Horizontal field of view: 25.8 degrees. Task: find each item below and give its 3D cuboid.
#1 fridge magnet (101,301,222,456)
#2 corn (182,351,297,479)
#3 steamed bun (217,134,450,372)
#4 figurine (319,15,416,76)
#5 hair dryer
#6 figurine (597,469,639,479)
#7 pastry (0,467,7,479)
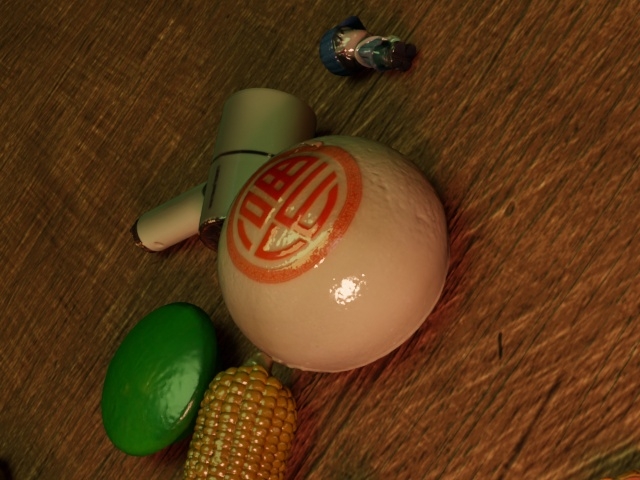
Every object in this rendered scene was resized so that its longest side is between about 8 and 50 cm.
[{"bbox_3d":[-0.202,0.178,1.789,0.208,0.088,0.208,-29,46,34],"label":"fridge magnet"},{"bbox_3d":[-0.102,0.278,1.585,0.119,0.119,0.322,-4,66,47],"label":"corn"},{"bbox_3d":[0.000,0.000,1.580,0.283,0.177,0.283,-19,50,24],"label":"steamed bun"},{"bbox_3d":[0.059,-0.240,1.819,0.136,0.077,0.079,33,109,41],"label":"figurine"},{"bbox_3d":[-0.153,-0.051,1.890,0.362,0.128,0.203,-23,50,48],"label":"hair dryer"},{"bbox_3d":[0.251,0.244,1.258,0.109,0.064,0.047,-36,19,12],"label":"figurine"},{"bbox_3d":[-0.518,0.367,2.021,0.153,0.081,0.153,-17,60,33],"label":"pastry"}]
